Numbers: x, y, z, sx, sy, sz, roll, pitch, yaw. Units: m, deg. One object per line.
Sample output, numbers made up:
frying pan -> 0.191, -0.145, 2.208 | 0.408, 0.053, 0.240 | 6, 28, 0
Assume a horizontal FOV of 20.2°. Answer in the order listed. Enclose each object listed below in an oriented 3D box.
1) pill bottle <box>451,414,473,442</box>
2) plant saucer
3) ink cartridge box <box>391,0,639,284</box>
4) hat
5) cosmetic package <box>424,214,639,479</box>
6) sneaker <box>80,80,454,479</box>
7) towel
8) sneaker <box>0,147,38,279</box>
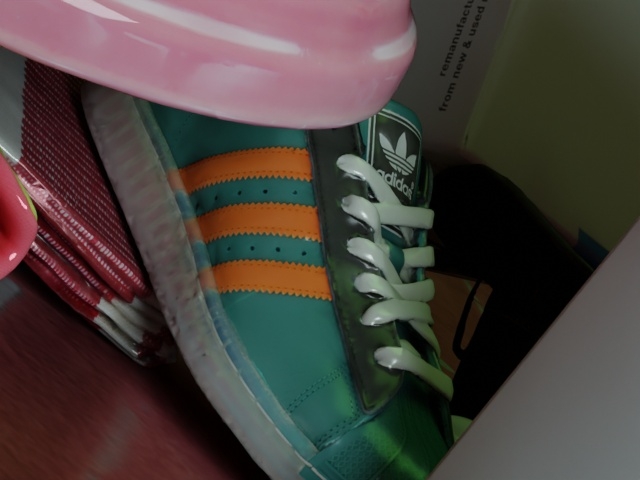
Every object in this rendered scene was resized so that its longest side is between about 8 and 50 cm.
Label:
pill bottle -> 0.065, 0.114, 0.809 | 0.065, 0.065, 0.116 | 42, 6, 35
plant saucer -> -0.100, -0.165, 0.682 | 0.332, 0.084, 0.332 | 25, 22, -11
ink cartridge box -> 0.045, -0.095, 1.219 | 0.395, 0.166, 0.285 | 12, -14, 43
hat -> 0.140, 0.105, 1.032 | 0.331, 0.134, 0.331 | 43, -6, 5
cosmetic package -> 0.225, 0.062, 0.634 | 0.284, 0.377, 0.097 | 35, 7, -33
sneaker -> 0.000, 0.000, 0.749 | 0.108, 0.121, 0.302 | 37, 19, -53
towel -> -0.174, -0.105, 0.786 | 0.329, 0.037, 0.237 | 47, 13, -25
sneaker -> -0.144, -0.027, 0.572 | 0.094, 0.081, 0.208 | 41, 6, 11
